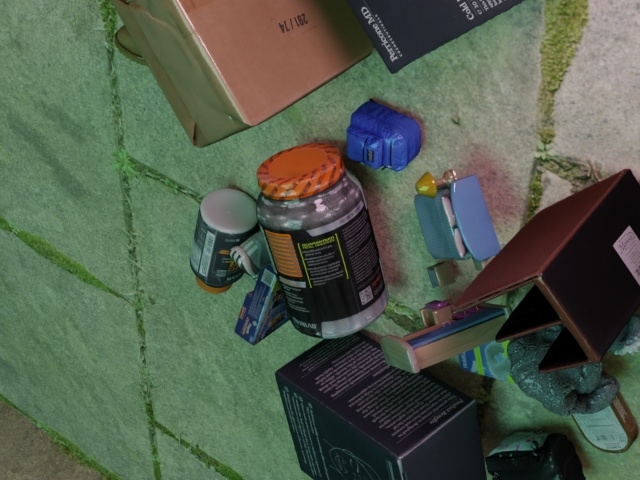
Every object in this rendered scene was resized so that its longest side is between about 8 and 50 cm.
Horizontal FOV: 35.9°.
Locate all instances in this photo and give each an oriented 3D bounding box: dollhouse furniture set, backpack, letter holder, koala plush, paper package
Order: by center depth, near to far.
[{"bbox_3d":[0.367,0.058,1.503,0.152,0.302,0.214,54,142,-6],"label":"letter holder"},{"bbox_3d":[-0.121,-0.357,1.601,0.168,0.325,0.309,-12,111,53],"label":"paper package"},{"bbox_3d":[0.435,0.163,1.637,0.221,0.203,0.196,-51,63,28],"label":"koala plush"},{"bbox_3d":[0.165,0.041,1.719,0.286,0.198,0.303,178,74,-74],"label":"dollhouse furniture set"},{"bbox_3d":[0.110,-0.171,1.724,0.120,0.101,0.098,23,142,24],"label":"backpack"},{"bbox_3d":[0.417,0.441,1.930,0.182,0.115,0.152,-14,99,50],"label":"backpack"}]

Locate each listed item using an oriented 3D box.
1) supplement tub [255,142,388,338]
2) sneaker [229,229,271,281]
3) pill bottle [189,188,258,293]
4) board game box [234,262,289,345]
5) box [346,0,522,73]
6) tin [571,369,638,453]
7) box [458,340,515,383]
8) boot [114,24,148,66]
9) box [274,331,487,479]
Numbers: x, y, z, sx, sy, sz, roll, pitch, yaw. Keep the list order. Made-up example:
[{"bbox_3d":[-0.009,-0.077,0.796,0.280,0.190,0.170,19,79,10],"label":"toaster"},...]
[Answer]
[{"bbox_3d":[0.000,0.000,1.884,0.207,0.207,0.338,11,128,38],"label":"supplement tub"},{"bbox_3d":[-0.099,0.032,2.107,0.086,0.132,0.229,47,179,20],"label":"sneaker"},{"bbox_3d":[-0.216,0.011,2.162,0.130,0.130,0.246,37,141,15],"label":"pill bottle"},{"bbox_3d":[-0.077,0.103,2.088,0.060,0.194,0.194,33,119,24],"label":"board game box"},{"bbox_3d":[0.158,-0.461,1.369,0.312,0.179,0.343,-20,106,49],"label":"box"},{"bbox_3d":[0.503,0.307,1.798,0.106,0.040,0.190,-20,107,45],"label":"tin"},{"bbox_3d":[0.327,0.208,1.879,0.178,0.042,0.109,11,128,37],"label":"box"},{"bbox_3d":[-0.288,-0.452,1.886,0.236,0.089,0.269,24,137,13],"label":"boot"},{"bbox_3d":[0.125,0.406,2.036,0.395,0.212,0.293,28,139,46],"label":"box"}]
